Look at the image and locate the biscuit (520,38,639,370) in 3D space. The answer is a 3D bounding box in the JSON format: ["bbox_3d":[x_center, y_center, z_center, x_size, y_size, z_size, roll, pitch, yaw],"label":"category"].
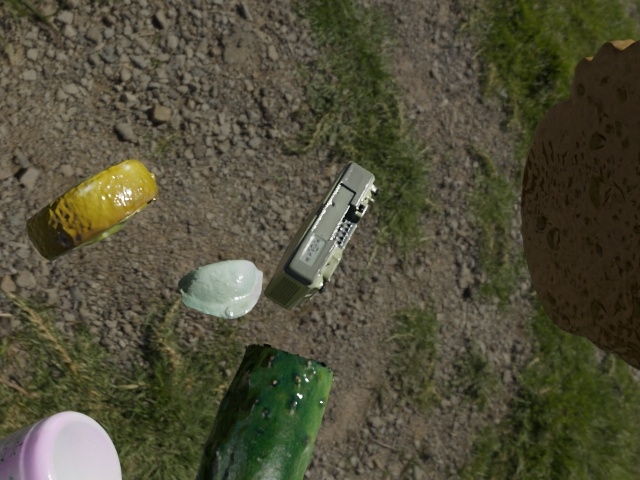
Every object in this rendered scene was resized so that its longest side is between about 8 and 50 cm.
[{"bbox_3d":[0.164,-0.019,0.321,0.050,0.170,0.170,-6,93,-11],"label":"biscuit"}]

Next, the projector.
[{"bbox_3d":[0.000,0.000,1.172,0.088,0.193,0.269,33,61,-4],"label":"projector"}]

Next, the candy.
[{"bbox_3d":[-0.435,-0.058,1.217,0.260,0.260,0.118,-41,103,-32],"label":"candy"}]

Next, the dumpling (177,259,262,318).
[{"bbox_3d":[-0.225,0.124,1.502,0.217,0.105,0.149,-13,75,-27],"label":"dumpling"}]

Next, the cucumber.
[{"bbox_3d":[-0.088,0.314,0.926,0.145,0.105,0.325,37,62,-30],"label":"cucumber"}]

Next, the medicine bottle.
[{"bbox_3d":[-0.395,0.329,0.797,0.255,0.152,0.152,-27,110,11],"label":"medicine bottle"}]
